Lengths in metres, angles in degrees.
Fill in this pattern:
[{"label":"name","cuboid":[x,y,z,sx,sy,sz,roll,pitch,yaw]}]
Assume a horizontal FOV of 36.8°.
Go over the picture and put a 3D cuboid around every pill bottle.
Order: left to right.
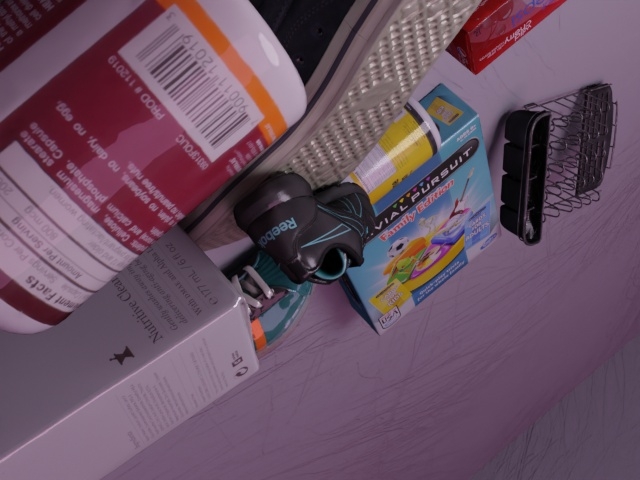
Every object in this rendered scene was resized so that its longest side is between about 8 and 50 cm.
[{"label":"pill bottle","cuboid":[-0.223,-0.067,0.776,0.392,0.224,0.224,-40,149,-3]},{"label":"pill bottle","cuboid":[0.049,-0.097,1.172,0.184,0.103,0.103,-39,149,-6]}]

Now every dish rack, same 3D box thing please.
[{"label":"dish rack","cuboid":[0.384,-0.129,1.492,0.271,0.074,0.208,-20,123,-34]}]

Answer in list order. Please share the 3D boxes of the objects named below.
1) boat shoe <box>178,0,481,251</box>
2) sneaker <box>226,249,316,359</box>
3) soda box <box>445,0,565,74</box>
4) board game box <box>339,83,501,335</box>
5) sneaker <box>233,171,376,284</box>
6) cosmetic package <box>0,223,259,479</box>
[{"label":"boat shoe","cuboid":[-0.023,-0.158,0.974,0.187,0.156,0.500,-19,157,-43]},{"label":"sneaker","cuboid":[-0.129,0.110,1.219,0.302,0.108,0.121,-46,154,8]},{"label":"soda box","cuboid":[0.247,-0.319,1.134,0.263,0.092,0.083,-39,150,-6]},{"label":"board game box","cuboid":[0.126,-0.028,1.371,0.254,0.079,0.336,-39,150,-6]},{"label":"sneaker","cuboid":[0.000,0.000,1.022,0.101,0.106,0.267,-38,165,20]},{"label":"cosmetic package","cuboid":[-0.281,0.134,0.973,0.385,0.217,0.156,-34,149,-19]}]
